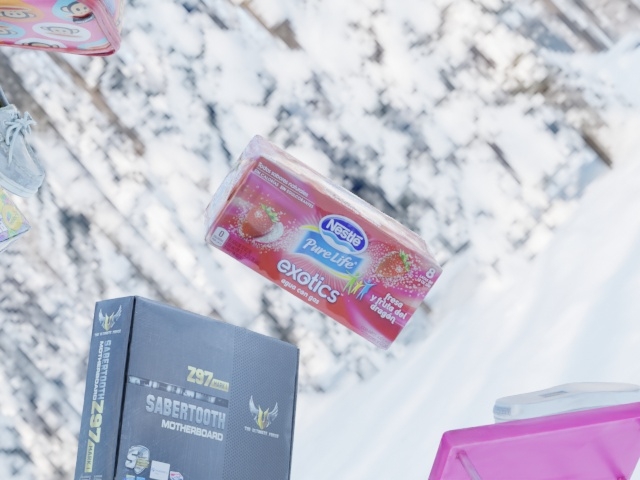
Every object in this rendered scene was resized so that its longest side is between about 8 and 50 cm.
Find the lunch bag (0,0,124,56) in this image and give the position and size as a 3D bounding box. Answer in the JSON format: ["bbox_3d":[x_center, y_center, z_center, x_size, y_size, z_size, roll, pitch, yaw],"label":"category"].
[{"bbox_3d":[-0.363,-0.283,1.500,0.258,0.293,0.120,77,-161,-82],"label":"lunch bag"}]

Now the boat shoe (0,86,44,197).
[{"bbox_3d":[-0.492,-0.210,1.975,0.103,0.320,0.118,-32,-2,12],"label":"boat shoe"}]

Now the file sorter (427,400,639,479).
[{"bbox_3d":[0.197,0.313,1.154,0.202,0.182,0.291,-5,-51,-23],"label":"file sorter"}]

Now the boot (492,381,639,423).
[{"bbox_3d":[0.367,0.282,2.006,0.258,0.123,0.095,-5,6,-24],"label":"boot"}]

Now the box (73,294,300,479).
[{"bbox_3d":[-0.119,0.166,1.279,0.059,0.183,0.232,-11,-23,39],"label":"box"}]

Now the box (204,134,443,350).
[{"bbox_3d":[0.000,0.000,1.585,0.123,0.257,0.128,-56,13,11],"label":"box"}]

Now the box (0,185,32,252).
[{"bbox_3d":[-0.552,0.021,1.659,0.279,0.177,0.290,-37,2,12],"label":"box"}]
